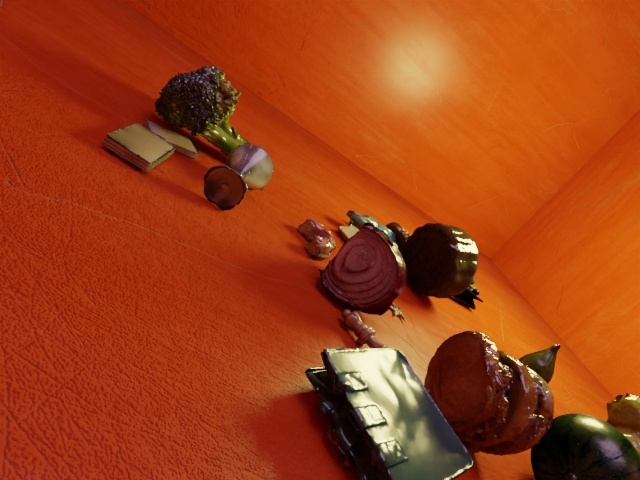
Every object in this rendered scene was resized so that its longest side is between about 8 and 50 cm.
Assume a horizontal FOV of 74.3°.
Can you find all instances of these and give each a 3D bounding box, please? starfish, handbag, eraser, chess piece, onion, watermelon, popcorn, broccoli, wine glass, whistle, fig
[{"bbox_3d":[0.242,0.222,1.329,0.086,0.016,0.092,47,18,16],"label":"starfish"},{"bbox_3d":[0.117,0.326,0.762,0.274,0.100,0.269,12,36,-50],"label":"handbag"},{"bbox_3d":[-0.440,-0.298,1.247,0.150,0.023,0.104,17,28,-45],"label":"eraser"},{"bbox_3d":[0.113,0.233,1.016,0.172,0.060,0.060,45,20,23],"label":"chess piece"},{"bbox_3d":[0.137,0.084,1.163,0.206,0.216,0.207,45,12,7],"label":"onion"},{"bbox_3d":[0.617,0.531,0.981,0.242,0.242,0.242,34,20,-14],"label":"watermelon"},{"bbox_3d":[0.796,0.608,1.124,0.325,0.321,0.290,21,37,1],"label":"popcorn"},{"bbox_3d":[0.628,0.166,1.997,0.269,0.118,0.326,30,23,-26],"label":"handbag"},{"bbox_3d":[-0.318,-0.362,1.334,0.397,0.275,0.353,51,16,-6],"label":"broccoli"},{"bbox_3d":[-0.232,-0.180,1.190,0.156,0.156,0.232,36,24,-8],"label":"wine glass"},{"bbox_3d":[0.214,-0.040,1.711,0.274,0.093,0.186,34,-1,-28],"label":"whistle"},{"bbox_3d":[0.817,0.469,1.560,0.133,0.185,0.127,32,36,-27],"label":"fig"}]

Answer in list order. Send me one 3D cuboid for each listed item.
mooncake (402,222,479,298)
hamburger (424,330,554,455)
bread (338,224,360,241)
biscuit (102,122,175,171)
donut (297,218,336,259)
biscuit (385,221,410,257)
[{"bbox_3d":[0.442,0.076,1.611,0.161,0.290,0.290,11,33,-38],"label":"mooncake"},{"bbox_3d":[0.369,0.351,0.946,0.211,0.245,0.260,35,-11,-23],"label":"hamburger"},{"bbox_3d":[0.125,-0.007,1.588,0.126,0.044,0.129,2,43,-49],"label":"bread"},{"bbox_3d":[-0.452,-0.239,1.071,0.121,0.040,0.199,32,19,-13],"label":"biscuit"},{"bbox_3d":[0.000,0.000,1.312,0.117,0.065,0.166,25,25,-33],"label":"donut"},{"bbox_3d":[0.339,-0.004,1.785,0.050,0.170,0.170,-24,53,-19],"label":"biscuit"}]
